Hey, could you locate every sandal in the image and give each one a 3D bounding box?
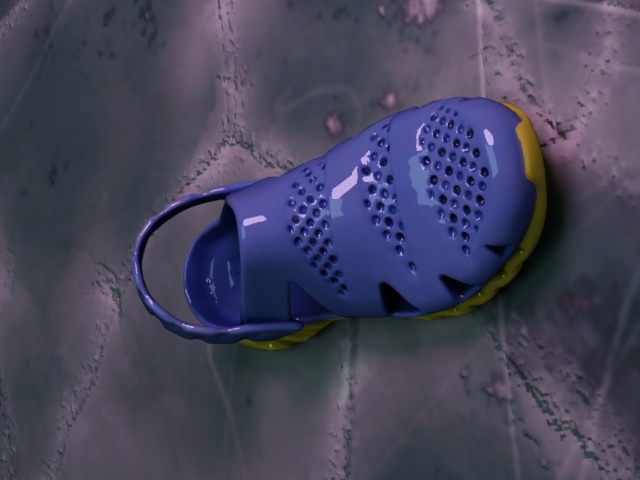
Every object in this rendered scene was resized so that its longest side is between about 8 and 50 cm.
[{"bbox_3d":[0.000,0.000,1.052,0.317,0.138,0.126,-26,70,42],"label":"sandal"}]
